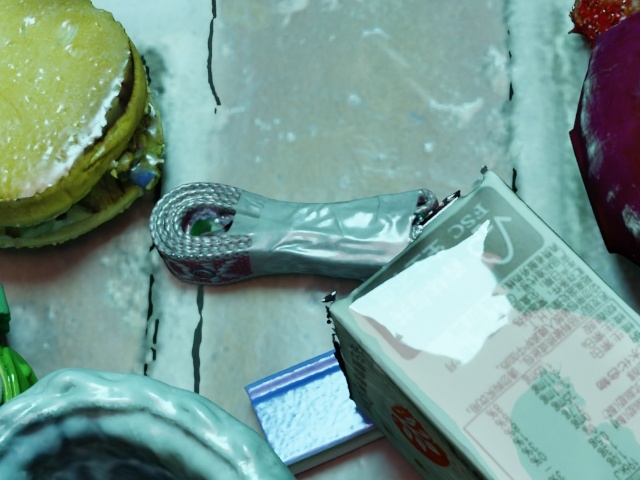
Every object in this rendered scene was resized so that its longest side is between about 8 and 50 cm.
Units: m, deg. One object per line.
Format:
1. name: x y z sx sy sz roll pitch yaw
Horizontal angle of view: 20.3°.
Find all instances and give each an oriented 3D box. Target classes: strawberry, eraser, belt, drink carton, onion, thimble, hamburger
1. strawberry: 0.220 -0.160 1.210 0.106 0.106 0.106 -4 64 8
2. eraser: 0.002 0.108 1.152 0.085 0.027 0.063 -23 62 -1
3. belt: 0.000 0.000 1.192 0.232 0.053 0.071 6 64 13
4. drink carton: 0.159 0.134 1.004 0.132 0.194 0.324 -40 70 -9
5. onion: 0.264 -0.047 1.086 0.206 0.216 0.207 -14 70 6
6. thimble: -0.100 0.196 1.045 0.205 0.172 0.250 -35 62 -10
7. hamburger: -0.207 -0.077 1.228 0.191 0.118 0.182 -31 60 -10

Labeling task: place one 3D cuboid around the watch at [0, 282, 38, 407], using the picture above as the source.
1. watch: -0.267 0.102 1.164 0.165 0.131 0.152 -5 82 3
